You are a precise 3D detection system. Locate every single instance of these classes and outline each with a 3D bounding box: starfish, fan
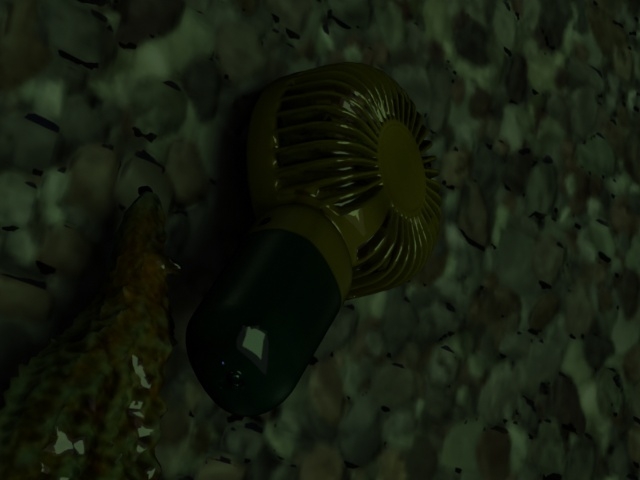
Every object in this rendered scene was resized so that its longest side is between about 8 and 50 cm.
[{"bbox_3d":[-0.088,0.178,0.420,0.347,0.078,0.357,-31,110,-43],"label":"starfish"},{"bbox_3d":[0.000,0.000,0.495,0.082,0.039,0.155,63,34,-26],"label":"fan"}]
